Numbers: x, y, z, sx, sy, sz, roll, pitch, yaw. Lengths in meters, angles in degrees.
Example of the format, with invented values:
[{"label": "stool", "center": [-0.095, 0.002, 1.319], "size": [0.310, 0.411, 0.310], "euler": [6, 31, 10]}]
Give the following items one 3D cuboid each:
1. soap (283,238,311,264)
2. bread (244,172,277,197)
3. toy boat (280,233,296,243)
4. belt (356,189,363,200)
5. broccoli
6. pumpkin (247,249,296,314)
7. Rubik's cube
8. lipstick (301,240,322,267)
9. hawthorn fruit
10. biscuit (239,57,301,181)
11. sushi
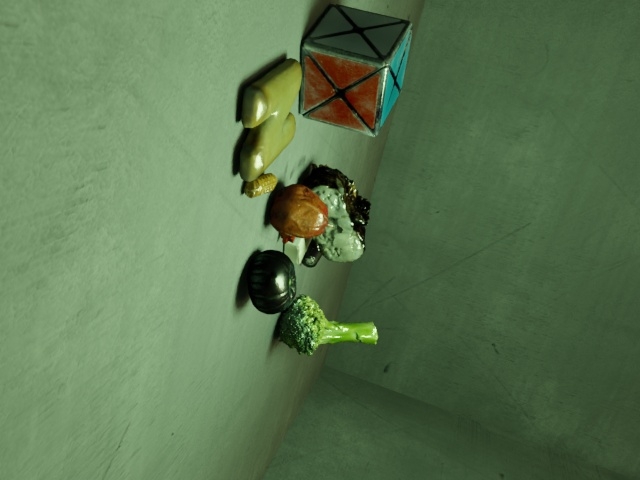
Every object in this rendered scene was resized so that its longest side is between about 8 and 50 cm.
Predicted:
[{"label": "soap", "center": [-0.074, -0.010, 2.045], "size": [0.121, 0.064, 0.183], "euler": [95, 16, -47]}, {"label": "bread", "center": [-0.154, -0.145, 1.456], "size": [0.157, 0.044, 0.052], "euler": [-41, 153, -69]}, {"label": "toy boat", "center": [-0.087, -0.071, 1.854], "size": [0.059, 0.069, 0.172], "euler": [-23, 132, -57]}, {"label": "belt", "center": [0.131, -0.181, 2.633], "size": [0.218, 0.129, 0.122], "euler": [-51, 156, -65]}, {"label": "broccoli", "center": [0.020, 0.367, 2.294], "size": [0.353, 0.397, 0.274], "euler": [-39, 145, -58]}, {"label": "pumpkin", "center": [-0.149, 0.124, 1.680], "size": [0.202, 0.140, 0.201], "euler": [1, 90, -78]}, {"label": "Rubik's cube", "center": [0.101, -0.493, 1.608], "size": [0.259, 0.255, 0.260], "euler": [94, 17, -53]}, {"label": "lipstick", "center": [0.000, 0.000, 2.398], "size": [0.299, 0.081, 0.081], "euler": [-60, 164, -45]}, {"label": "hawthorn fruit", "center": [-0.064, -0.087, 1.681], "size": [0.173, 0.179, 0.173], "euler": [-30, 134, -37]}, {"label": "biscuit", "center": [-0.117, -0.295, 1.354], "size": [0.290, 0.062, 0.236], "euler": [-60, 163, -54]}, {"label": "sushi", "center": [0.066, -0.094, 1.965], "size": [0.207, 0.235, 0.348], "euler": [-66, 139, -53]}]
